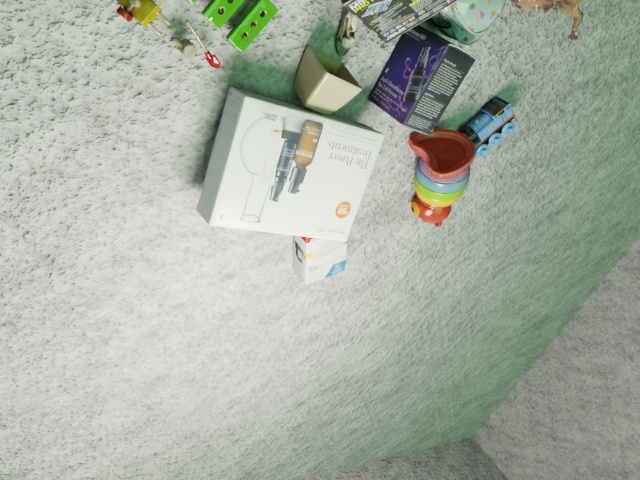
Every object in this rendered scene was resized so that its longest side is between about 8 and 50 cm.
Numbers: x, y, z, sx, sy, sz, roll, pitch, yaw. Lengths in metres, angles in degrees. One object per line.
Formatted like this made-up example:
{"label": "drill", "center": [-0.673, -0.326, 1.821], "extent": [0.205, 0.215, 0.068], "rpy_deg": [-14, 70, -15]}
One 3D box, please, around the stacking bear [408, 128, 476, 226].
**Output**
{"label": "stacking bear", "center": [0.335, -0.160, 1.587], "extent": [0.164, 0.175, 0.289], "rpy_deg": [-18, 145, -14]}

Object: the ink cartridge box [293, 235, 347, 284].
{"label": "ink cartridge box", "center": [0.000, 0.000, 1.522], "extent": [0.134, 0.078, 0.231], "rpy_deg": [-19, 135, -24]}

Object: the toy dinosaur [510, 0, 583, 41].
{"label": "toy dinosaur", "center": [0.646, -0.644, 1.375], "extent": [0.296, 0.127, 0.200], "rpy_deg": [-43, 149, 17]}

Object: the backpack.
{"label": "backpack", "center": [0.328, -0.539, 1.240], "extent": [0.166, 0.144, 0.188], "rpy_deg": [-51, 142, 4]}

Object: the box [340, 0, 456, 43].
{"label": "box", "center": [0.192, -0.510, 1.072], "extent": [0.270, 0.060, 0.216], "rpy_deg": [-24, 166, 27]}

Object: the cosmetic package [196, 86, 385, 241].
{"label": "cosmetic package", "center": [-0.062, -0.158, 1.262], "extent": [0.377, 0.097, 0.284], "rpy_deg": [6, 113, -35]}

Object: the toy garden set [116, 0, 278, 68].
{"label": "toy garden set", "center": [-0.224, -0.424, 0.991], "extent": [0.204, 0.049, 0.244], "rpy_deg": [-48, 140, 6]}

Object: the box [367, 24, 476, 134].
{"label": "box", "center": [0.234, -0.379, 1.302], "extent": [0.108, 0.153, 0.207], "rpy_deg": [8, 120, -41]}

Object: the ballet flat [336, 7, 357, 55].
{"label": "ballet flat", "center": [0.060, -0.448, 1.191], "extent": [0.041, 0.041, 0.114], "rpy_deg": [-14, 134, -28]}

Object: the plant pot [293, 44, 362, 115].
{"label": "plant pot", "center": [0.005, -0.339, 1.205], "extent": [0.109, 0.109, 0.096], "rpy_deg": [10, 130, -43]}

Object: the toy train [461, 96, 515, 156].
{"label": "toy train", "center": [0.480, -0.325, 1.604], "extent": [0.184, 0.080, 0.105], "rpy_deg": [-40, 131, 3]}
